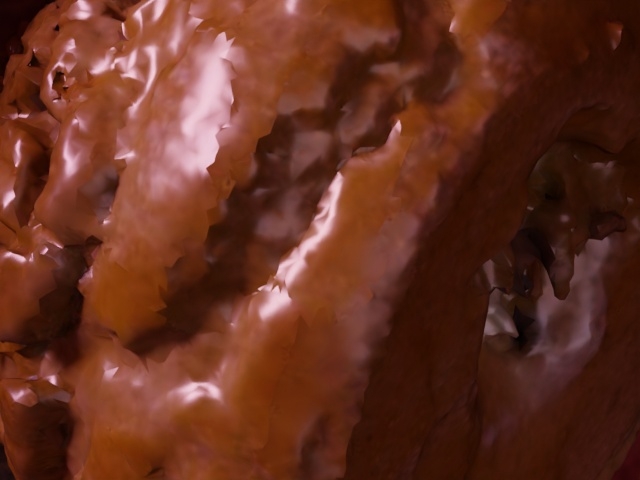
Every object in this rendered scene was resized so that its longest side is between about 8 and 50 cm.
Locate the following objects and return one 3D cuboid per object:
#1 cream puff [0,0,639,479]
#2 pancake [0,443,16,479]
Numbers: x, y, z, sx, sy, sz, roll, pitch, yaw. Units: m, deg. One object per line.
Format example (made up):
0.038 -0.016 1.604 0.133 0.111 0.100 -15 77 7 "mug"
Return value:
0.000 0.000 0.774 0.343 0.231 0.327 16 94 -59 "cream puff"
-0.188 0.175 0.825 0.288 0.033 0.286 -29 114 -21 "pancake"
